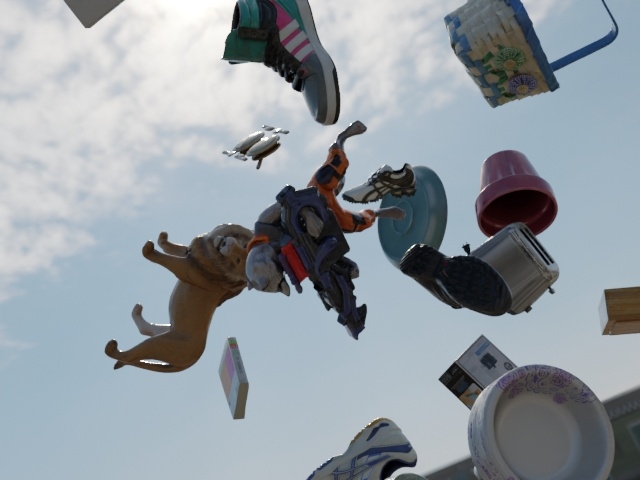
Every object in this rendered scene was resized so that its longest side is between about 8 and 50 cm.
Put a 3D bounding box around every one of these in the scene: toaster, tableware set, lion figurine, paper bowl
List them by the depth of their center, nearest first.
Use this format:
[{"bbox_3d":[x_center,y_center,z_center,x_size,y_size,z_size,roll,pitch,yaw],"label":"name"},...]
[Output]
[{"bbox_3d":[-0.260,0.130,1.727,0.142,0.240,0.392,-41,-26,-73],"label":"lion figurine"},{"bbox_3d":[0.438,0.407,1.764,0.284,0.284,0.148,-14,-22,-22],"label":"paper bowl"},{"bbox_3d":[-0.143,-0.210,1.986,0.128,0.039,0.194,-34,21,-12],"label":"tableware set"},{"bbox_3d":[0.463,0.056,2.075,0.146,0.227,0.129,-43,-17,24],"label":"toaster"}]

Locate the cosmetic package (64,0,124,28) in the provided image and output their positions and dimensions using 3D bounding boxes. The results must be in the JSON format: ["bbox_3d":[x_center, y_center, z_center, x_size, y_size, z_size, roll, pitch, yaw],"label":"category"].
[{"bbox_3d":[-0.303,-0.463,1.227,0.138,0.224,0.224,-23,22,35],"label":"cosmetic package"}]

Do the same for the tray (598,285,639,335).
[{"bbox_3d":[0.808,0.139,1.821,0.411,0.076,0.203,-7,-16,12],"label":"tray"}]

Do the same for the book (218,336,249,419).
[{"bbox_3d":[-0.174,0.276,1.745,0.035,0.144,0.096,0,-57,-17],"label":"book"}]

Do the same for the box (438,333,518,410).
[{"bbox_3d":[0.463,0.394,2.202,0.169,0.290,0.087,-30,-21,-48],"label":"box"}]

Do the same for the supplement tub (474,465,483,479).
[{"bbox_3d":[0.516,0.593,1.920,0.207,0.338,0.207,-33,-12,-8],"label":"supplement tub"}]

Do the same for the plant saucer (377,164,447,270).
[{"bbox_3d":[0.253,-0.064,2.506,0.044,0.317,0.317,7,-34,-30],"label":"plant saucer"}]

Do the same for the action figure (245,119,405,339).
[{"bbox_3d":[0.000,0.000,1.512,0.330,0.178,0.341,-40,-52,-31],"label":"action figure"}]

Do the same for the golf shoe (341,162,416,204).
[{"bbox_3d":[0.146,-0.148,2.203,0.198,0.077,0.094,-12,-67,-11],"label":"golf shoe"}]

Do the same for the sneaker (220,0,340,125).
[{"bbox_3d":[-0.084,-0.327,1.541,0.178,0.295,0.124,-13,-20,-20],"label":"sneaker"}]

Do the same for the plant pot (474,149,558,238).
[{"bbox_3d":[0.487,-0.126,2.207,0.201,0.180,0.201,-2,-41,-2],"label":"plant pot"}]

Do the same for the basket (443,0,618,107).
[{"bbox_3d":[0.406,-0.400,1.655,0.289,0.201,0.255,-32,-44,16],"label":"basket"}]

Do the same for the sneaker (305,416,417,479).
[{"bbox_3d":[0.071,0.507,1.802,0.296,0.131,0.112,-43,-31,-3],"label":"sneaker"}]

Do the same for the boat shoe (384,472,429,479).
[{"bbox_3d":[0.033,0.486,1.091,0.156,0.187,0.500,-54,-9,31],"label":"boat shoe"}]

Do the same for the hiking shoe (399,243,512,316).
[{"bbox_3d":[0.247,0.075,1.479,0.114,0.227,0.086,38,-97,-45],"label":"hiking shoe"}]
